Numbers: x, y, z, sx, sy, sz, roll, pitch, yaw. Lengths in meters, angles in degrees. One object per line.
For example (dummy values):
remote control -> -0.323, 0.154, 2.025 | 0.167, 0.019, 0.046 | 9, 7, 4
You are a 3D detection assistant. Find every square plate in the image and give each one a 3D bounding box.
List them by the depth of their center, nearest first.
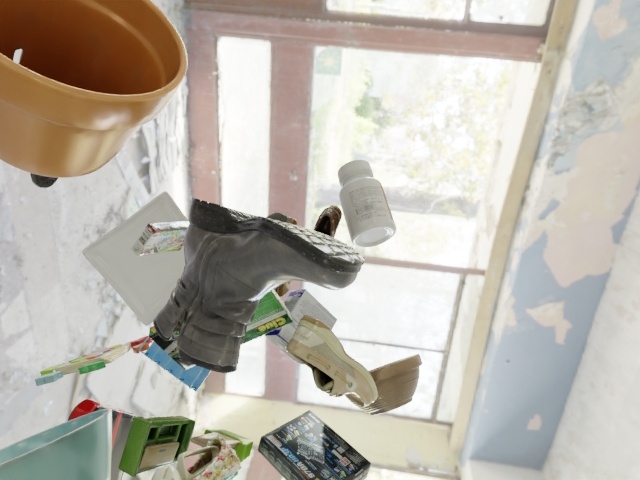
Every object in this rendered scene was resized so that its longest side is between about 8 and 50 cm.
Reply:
square plate -> -0.585, 0.063, 1.792 | 0.344, 0.347, 0.049 | 57, -22, -21

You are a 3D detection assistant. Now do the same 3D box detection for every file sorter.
file sorter -> -0.358, 0.288, 1.296 | 0.118, 0.170, 0.104 | -55, 174, -15

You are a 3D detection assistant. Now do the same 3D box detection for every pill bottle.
pill bottle -> 0.123, -0.108, 1.436 | 0.131, 0.131, 0.230 | 87, -10, -63

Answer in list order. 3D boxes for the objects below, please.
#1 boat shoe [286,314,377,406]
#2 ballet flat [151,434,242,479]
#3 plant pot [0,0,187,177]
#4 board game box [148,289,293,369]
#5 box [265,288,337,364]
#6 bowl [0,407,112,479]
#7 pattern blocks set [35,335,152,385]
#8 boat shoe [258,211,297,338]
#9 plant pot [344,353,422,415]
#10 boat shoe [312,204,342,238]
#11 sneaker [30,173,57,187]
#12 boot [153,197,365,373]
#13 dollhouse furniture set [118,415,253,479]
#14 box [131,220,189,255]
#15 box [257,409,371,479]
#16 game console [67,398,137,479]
boat shoe -> 0.025, 0.288, 1.105 | 0.098, 0.109, 0.302 | -54, 129, -25
ballet flat -> -0.210, 0.367, 0.764 | 0.077, 0.091, 0.241 | 68, 20, 8
plant pot -> -0.357, -0.226, 0.697 | 0.203, 0.290, 0.291 | -47, -158, 40
board game box -> -0.200, 0.173, 1.038 | 0.030, 0.259, 0.136 | -109, 173, -52
box -> -0.047, 0.211, 1.236 | 0.072, 0.126, 0.137 | -14, -143, 51
bowl -> -0.556, 0.481, 1.018 | 0.311, 0.311, 0.163 | 34, 36, -85
pattern blocks set -> -0.601, 0.315, 1.361 | 0.325, 0.285, 0.026 | 168, -93, -79
boat shoe -> -0.137, 0.092, 1.237 | 0.119, 0.122, 0.324 | 25, 89, -44
plant pot -> 0.168, 0.389, 1.336 | 0.237, 0.237, 0.110 | 77, -6, -76
boat shoe -> 0.000, 0.000, 1.410 | 0.073, 0.073, 0.207 | -52, 161, -59
sneaker -> -0.478, -0.180, 0.854 | 0.051, 0.089, 0.171 | -7, 111, -61
boot -> -0.094, 0.078, 0.682 | 0.118, 0.338, 0.223 | 17, 89, -41
dollhouse furniture set -> -0.272, 0.505, 0.945 | 0.151, 0.197, 0.302 | 36, 67, -65
box -> -0.505, -0.009, 1.650 | 0.114, 0.036, 0.207 | -50, 165, 19
box -> -0.015, 0.523, 1.222 | 0.175, 0.220, 0.051 | -12, 124, -47
game console -> -0.608, 0.634, 1.333 | 0.342, 0.060, 0.387 | 89, 9, -65
